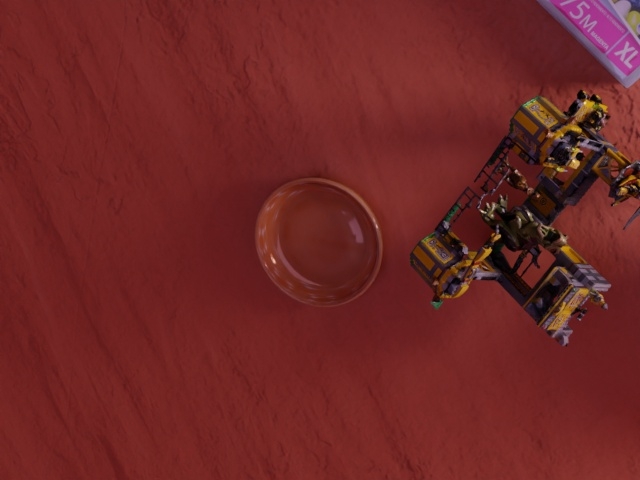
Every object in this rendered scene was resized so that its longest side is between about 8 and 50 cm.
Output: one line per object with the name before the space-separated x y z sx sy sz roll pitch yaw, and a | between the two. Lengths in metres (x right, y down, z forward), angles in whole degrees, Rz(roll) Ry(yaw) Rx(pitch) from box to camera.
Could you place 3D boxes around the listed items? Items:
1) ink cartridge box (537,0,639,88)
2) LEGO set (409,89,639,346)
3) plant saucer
ink cartridge box | 0.424 -0.359 1.388 0.186 0.065 0.311 45 115 2
LEGO set | 0.296 -0.006 1.442 0.331 0.255 0.192 -51 58 16
plant saucer | 0.000 0.000 1.683 0.200 0.037 0.200 6 109 18
